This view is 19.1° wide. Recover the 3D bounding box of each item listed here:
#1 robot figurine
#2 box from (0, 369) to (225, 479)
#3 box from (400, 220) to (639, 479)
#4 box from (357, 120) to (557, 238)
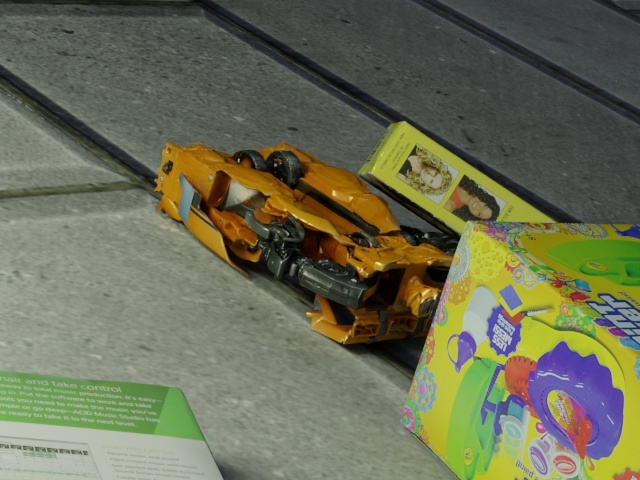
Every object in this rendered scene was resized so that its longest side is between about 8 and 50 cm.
[{"bbox_3d":[0.000,0.000,1.586,0.211,0.085,0.291,-3,28,-41],"label":"robot figurine"},{"bbox_3d":[-0.154,0.174,1.086,0.232,0.058,0.322,8,25,-23],"label":"box"},{"bbox_3d":[0.264,0.129,1.353,0.279,0.177,0.290,0,27,-35],"label":"box"},{"bbox_3d":[0.147,-0.017,1.657,0.232,0.058,0.087,33,-3,-5],"label":"box"}]
